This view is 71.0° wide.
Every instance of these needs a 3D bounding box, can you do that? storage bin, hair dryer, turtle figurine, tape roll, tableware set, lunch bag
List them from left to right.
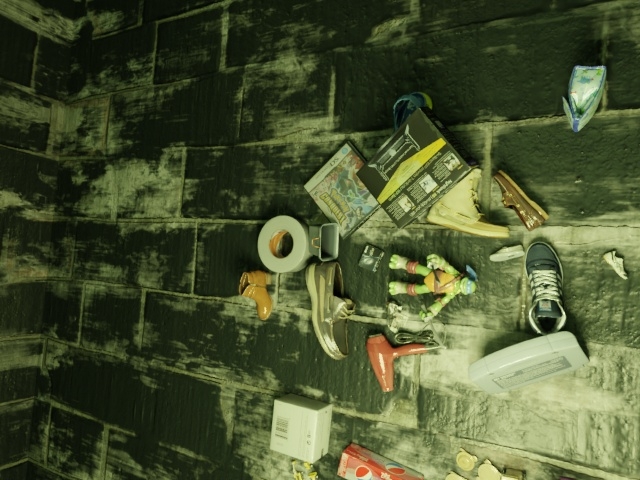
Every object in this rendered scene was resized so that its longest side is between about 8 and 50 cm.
[{"bbox_3d":[-0.132,0.016,1.728,0.220,0.072,0.218,-3,83,29],"label":"tape roll"},{"bbox_3d":[0.000,0.000,1.634,0.091,0.098,0.135,12,105,50],"label":"storage bin"},{"bbox_3d":[0.258,0.364,1.479,0.224,0.080,0.293,28,99,27],"label":"hair dryer"},{"bbox_3d":[0.315,0.137,1.383,0.267,0.197,0.274,10,48,46],"label":"turtle figurine"},{"bbox_3d":[0.462,0.726,1.364,0.141,0.020,0.168,23,102,33],"label":"tableware set"},{"bbox_3d":[0.735,-0.394,1.261,0.097,0.129,0.151,12,93,30],"label":"lunch bag"}]

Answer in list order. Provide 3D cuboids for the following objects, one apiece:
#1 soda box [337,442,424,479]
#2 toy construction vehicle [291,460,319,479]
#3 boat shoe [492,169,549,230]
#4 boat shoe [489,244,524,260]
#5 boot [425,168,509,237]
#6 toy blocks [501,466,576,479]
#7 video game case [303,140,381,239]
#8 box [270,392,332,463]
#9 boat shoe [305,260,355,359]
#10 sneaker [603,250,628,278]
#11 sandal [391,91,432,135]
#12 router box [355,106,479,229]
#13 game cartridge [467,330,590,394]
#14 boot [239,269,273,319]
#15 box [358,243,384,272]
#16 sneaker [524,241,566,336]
[{"bbox_3d":[0.195,0.765,1.468,0.264,0.092,0.083,13,95,28],"label":"soda box"},{"bbox_3d":[-0.057,0.847,1.631,0.086,0.035,0.098,-24,75,25],"label":"toy construction vehicle"},{"bbox_3d":[0.585,-0.121,1.349,0.073,0.073,0.206,-42,67,17],"label":"boat shoe"},{"bbox_3d":[0.567,0.036,1.371,0.100,0.035,0.035,-18,50,30],"label":"boat shoe"},{"bbox_3d":[0.477,-0.122,1.395,0.262,0.095,0.203,20,95,38],"label":"boot"},{"bbox_3d":[0.618,0.765,1.126,0.310,0.289,0.259,-2,79,25],"label":"toy blocks"},{"bbox_3d":[0.098,-0.184,1.642,0.248,0.035,0.274,-43,67,18],"label":"video game case"},{"bbox_3d":[-0.069,0.665,1.606,0.182,0.119,0.180,4,87,28],"label":"box"},{"bbox_3d":[0.047,0.237,1.577,0.130,0.132,0.354,-20,77,26],"label":"boat shoe"},{"bbox_3d":[0.817,0.066,1.229,0.037,0.032,0.083,-38,69,21],"label":"sneaker"},{"bbox_3d":[0.278,-0.356,1.504,0.126,0.138,0.316,11,92,27],"label":"sandal"},{"bbox_3d":[0.292,-0.221,1.408,0.242,0.081,0.309,54,128,11],"label":"router box"},{"bbox_3d":[0.573,0.343,1.246,0.295,0.196,0.060,-29,49,23],"label":"game cartridge"},{"bbox_3d":[-0.254,0.211,1.729,0.073,0.152,0.196,-4,84,28],"label":"boot"},{"bbox_3d":[0.179,0.063,1.584,0.067,0.018,0.083,27,98,27],"label":"box"},{"bbox_3d":[0.628,0.138,1.256,0.099,0.153,0.281,-6,82,28],"label":"sneaker"}]
